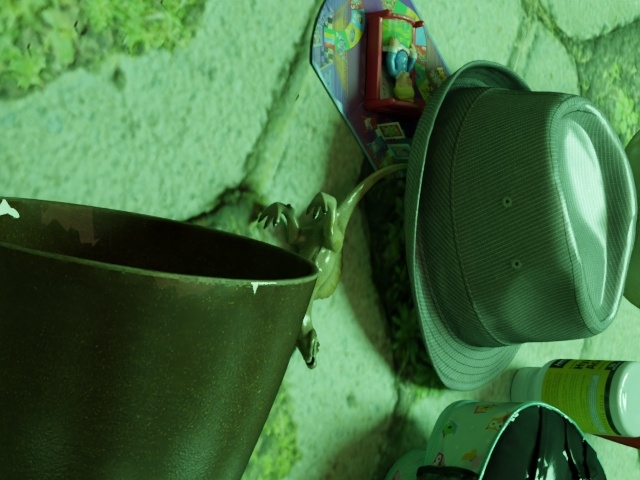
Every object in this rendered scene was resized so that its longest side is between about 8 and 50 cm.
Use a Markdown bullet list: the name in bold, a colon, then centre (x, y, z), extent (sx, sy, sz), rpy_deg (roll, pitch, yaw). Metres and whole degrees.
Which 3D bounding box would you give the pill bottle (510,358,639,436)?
- **pill bottle**: centre (0.226, 0.135, 1.064), extent (0.065, 0.116, 0.065), rpy_deg (4, 84, -45)

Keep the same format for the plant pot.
- **plant pot**: centre (-0.126, 0.108, 0.682), extent (0.215, 0.215, 0.230), rpy_deg (4, 99, -44)

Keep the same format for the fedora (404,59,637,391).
- **fedora**: centre (0.176, -0.011, 0.993), extent (0.244, 0.124, 0.275), rpy_deg (-14, 102, -52)

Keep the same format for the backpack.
- **backpack**: centre (0.132, 0.217, 0.946), extent (0.166, 0.144, 0.188), rpy_deg (44, 65, -25)

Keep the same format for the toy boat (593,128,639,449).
- **toy boat**: centre (0.332, 0.043, 1.121), extent (0.267, 0.148, 0.318), rpy_deg (0, 100, -74)

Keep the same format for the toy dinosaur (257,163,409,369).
- **toy dinosaur**: centre (0.000, 0.000, 0.911), extent (0.092, 0.053, 0.183), rpy_deg (47, 61, -51)

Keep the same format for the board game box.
- **board game box**: centre (0.066, -0.136, 0.984), extent (0.133, 0.033, 0.168), rpy_deg (-50, 121, -34)
